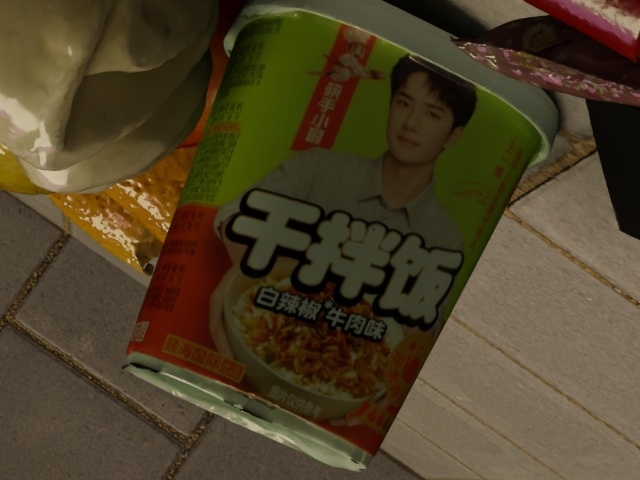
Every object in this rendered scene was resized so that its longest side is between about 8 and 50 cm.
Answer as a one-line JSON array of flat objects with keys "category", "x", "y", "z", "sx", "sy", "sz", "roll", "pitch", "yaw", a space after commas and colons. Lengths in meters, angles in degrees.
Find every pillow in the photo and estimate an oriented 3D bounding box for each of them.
[{"category": "pillow", "x": 0.180, "y": -0.105, "z": 0.877, "sx": 0.185, "sy": 0.118, "sz": 0.043, "roll": 27, "pitch": 125, "yaw": 46}]

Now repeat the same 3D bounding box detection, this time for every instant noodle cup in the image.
[{"category": "instant noodle cup", "x": 0.000, "y": 0.000, "z": 1.155, "sx": 0.294, "sy": 0.307, "sz": 0.294, "roll": 22, "pitch": 169, "yaw": 5}]

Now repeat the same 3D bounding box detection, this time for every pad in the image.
[{"category": "pad", "x": 0.283, "y": -0.026, "z": 1.120, "sx": 0.164, "sy": 0.004, "sz": 0.243, "roll": 28, "pitch": 166, "yaw": 28}]

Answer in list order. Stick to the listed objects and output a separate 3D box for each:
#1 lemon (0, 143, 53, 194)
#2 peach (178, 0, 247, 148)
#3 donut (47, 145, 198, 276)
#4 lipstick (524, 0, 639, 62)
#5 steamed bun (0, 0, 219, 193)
[{"category": "lemon", "x": -0.304, "y": -0.178, "z": 1.495, "sx": 0.260, "sy": 0.260, "sz": 0.284, "roll": 19, "pitch": 161, "yaw": 50}, {"category": "peach", "x": -0.139, "y": -0.184, "z": 1.328, "sx": 0.196, "sy": 0.226, "sz": 0.190, "roll": -108, "pitch": 12, "yaw": -53}, {"category": "donut", "x": -0.232, "y": -0.091, "z": 1.829, "sx": 0.377, "sy": 0.163, "sz": 0.435, "roll": 42, "pitch": 166, "yaw": -28}, {"category": "lipstick", "x": 0.096, "y": -0.184, "z": 0.834, "sx": 0.241, "sy": 0.080, "sz": 0.080, "roll": 31, "pitch": 167, "yaw": 18}, {"category": "steamed bun", "x": -0.193, "y": -0.220, "z": 1.070, "sx": 0.352, "sy": 0.247, "sz": 0.339, "roll": 53, "pitch": 177, "yaw": -21}]
